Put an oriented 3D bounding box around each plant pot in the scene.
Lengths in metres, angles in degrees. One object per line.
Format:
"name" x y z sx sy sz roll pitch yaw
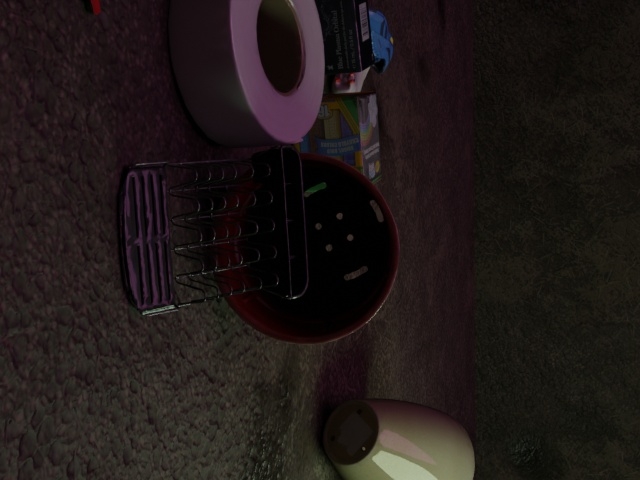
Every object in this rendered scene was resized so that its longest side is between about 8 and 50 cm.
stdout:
"plant pot" 0.133 0.418 1.786 0.274 0.257 0.256 39 52 -46
"plant pot" 0.000 0.000 1.382 0.265 0.272 0.272 -27 116 -77

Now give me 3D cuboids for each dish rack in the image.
"dish rack" -0.133 -0.013 1.148 0.271 0.074 0.208 -10 97 -48

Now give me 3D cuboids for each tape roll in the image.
"tape roll" -0.096 -0.274 1.277 0.286 0.100 0.286 -2 90 -65

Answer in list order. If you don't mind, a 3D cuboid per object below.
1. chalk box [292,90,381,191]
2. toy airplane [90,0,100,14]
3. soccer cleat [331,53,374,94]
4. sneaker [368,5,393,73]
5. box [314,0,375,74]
"chalk box" 0.031 -0.158 1.630 0.132 0.132 0.213 -37 125 -67
"toy airplane" -0.262 -0.315 0.956 0.151 0.028 0.151 -2 90 -70
"soccer cleat" 0.062 -0.335 1.827 0.196 0.068 0.076 -67 165 -46
"sneaker" 0.112 -0.435 1.951 0.209 0.069 0.082 43 53 -64
"box" -0.002 -0.357 1.493 0.093 0.158 0.156 -49 135 -63
